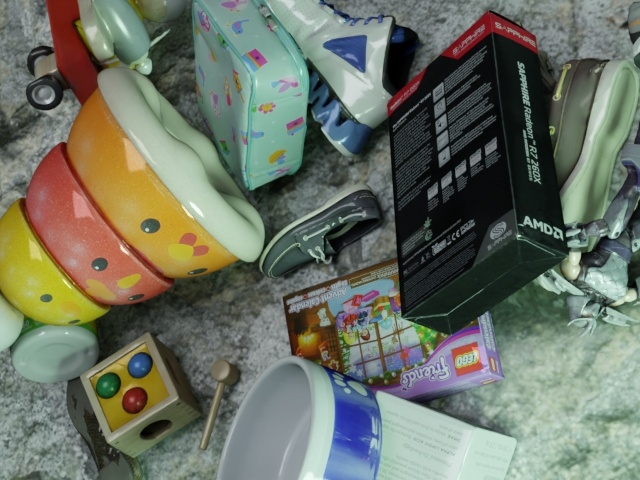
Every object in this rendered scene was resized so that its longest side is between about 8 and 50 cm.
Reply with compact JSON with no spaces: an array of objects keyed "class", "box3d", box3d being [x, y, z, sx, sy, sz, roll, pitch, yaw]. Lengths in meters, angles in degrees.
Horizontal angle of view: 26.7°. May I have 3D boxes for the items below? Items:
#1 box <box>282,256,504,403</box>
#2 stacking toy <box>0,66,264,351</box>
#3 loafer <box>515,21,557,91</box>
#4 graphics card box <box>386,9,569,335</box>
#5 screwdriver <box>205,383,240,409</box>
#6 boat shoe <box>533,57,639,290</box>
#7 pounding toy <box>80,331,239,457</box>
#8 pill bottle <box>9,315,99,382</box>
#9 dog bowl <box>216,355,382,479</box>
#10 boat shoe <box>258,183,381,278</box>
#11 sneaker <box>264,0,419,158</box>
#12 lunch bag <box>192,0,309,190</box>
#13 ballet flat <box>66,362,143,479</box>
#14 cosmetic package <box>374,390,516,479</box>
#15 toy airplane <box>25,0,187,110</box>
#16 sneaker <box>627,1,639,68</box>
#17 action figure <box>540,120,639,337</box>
[{"class":"box","box3d":[0.096,0.133,1.880,0.293,0.057,0.200,-20,67,24]},{"class":"stacking toy","box3d":[-0.353,0.013,1.973,0.480,0.350,0.350,-39,60,6]},{"class":"loafer","box3d":[0.296,-0.260,1.883,0.039,0.045,0.125,-41,57,7]},{"class":"graphics card box","box3d":[0.196,-0.089,1.765,0.233,0.094,0.370,-40,39,41]},{"class":"screwdriver","box3d":[-0.113,0.249,1.998,0.025,0.024,0.170,-40,48,-19]},{"class":"boat shoe","box3d":[0.323,-0.091,1.779,0.097,0.117,0.324,13,79,37]},{"class":"pounding toy","box3d":[-0.226,0.228,1.994,0.206,0.094,0.181,-33,57,5]},{"class":"pill bottle","box3d":[-0.433,0.092,2.148,0.136,0.136,0.245,-33,49,19]},{"class":"dog bowl","box3d":[-0.032,0.289,1.744,0.265,0.104,0.264,-48,30,40]},{"class":"boat shoe","box3d":[0.000,0.000,1.966,0.206,0.075,0.065,-36,58,12]},{"class":"sneaker","box3d":[0.044,-0.294,2.005,0.182,0.127,0.315,-34,69,15]},{"class":"lunch bag","box3d":[-0.107,-0.233,1.985,0.108,0.279,0.224,-19,56,-18]},{"class":"ballet flat","box3d":[-0.330,0.295,2.096,0.084,0.058,0.249,-38,56,13]},{"class":"cosmetic package","box3d":[0.136,0.311,1.750,0.151,0.151,0.183,17,86,33]},{"class":"toy airplane","box3d":[-0.348,-0.405,2.133,0.273,0.384,0.386,-6,77,-7]},{"class":"sneaker","box3d":[0.518,-0.320,1.736,0.272,0.100,0.108,-23,60,24]},{"class":"action figure","box3d":[0.379,-0.008,1.692,0.099,0.185,0.285,18,79,52]}]
